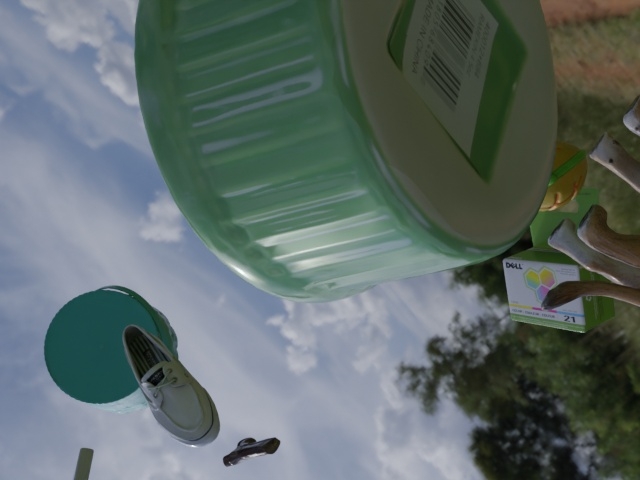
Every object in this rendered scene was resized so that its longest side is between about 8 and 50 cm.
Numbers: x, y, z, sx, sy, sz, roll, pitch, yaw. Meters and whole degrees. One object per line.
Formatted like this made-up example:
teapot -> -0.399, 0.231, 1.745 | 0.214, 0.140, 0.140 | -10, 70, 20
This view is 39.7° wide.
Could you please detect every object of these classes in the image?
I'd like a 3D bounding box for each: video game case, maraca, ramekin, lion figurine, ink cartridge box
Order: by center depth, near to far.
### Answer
ramekin -> 0.039, -0.113, 0.608 | 0.303, 0.148, 0.303 | 11, -105, -48
lion figurine -> 0.366, -0.007, 0.852 | 0.240, 0.142, 0.392 | 35, -127, 5
video game case -> -0.343, 0.400, 1.200 | 0.022, 0.173, 0.190 | 12, -126, -13
maraca -> 0.336, -0.090, 1.333 | 0.099, 0.127, 0.186 | 53, -138, 4
ink cartridge box -> 0.449, 0.031, 1.711 | 0.189, 0.097, 0.255 | 5, 110, 54

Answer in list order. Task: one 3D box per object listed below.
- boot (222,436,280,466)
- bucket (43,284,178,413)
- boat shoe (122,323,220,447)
boot -> -0.111, 0.380, 1.638 | 0.037, 0.114, 0.106 | 62, -151, -1
bucket -> -0.451, 0.236, 1.911 | 0.281, 0.281, 0.183 | 51, 172, 9
boat shoe -> -0.230, 0.209, 1.283 | 0.226, 0.083, 0.076 | 39, 167, 38
